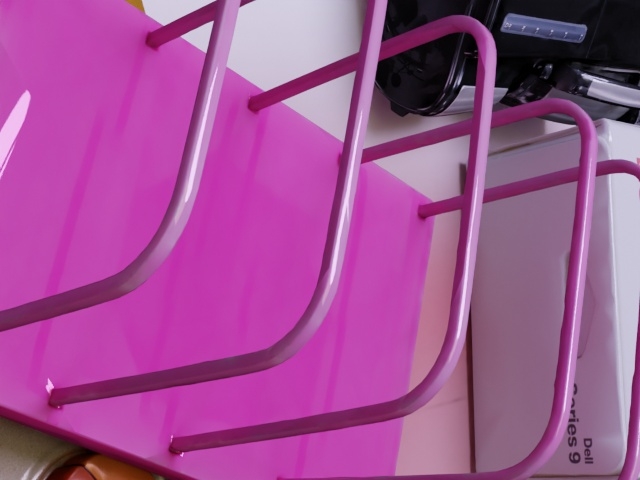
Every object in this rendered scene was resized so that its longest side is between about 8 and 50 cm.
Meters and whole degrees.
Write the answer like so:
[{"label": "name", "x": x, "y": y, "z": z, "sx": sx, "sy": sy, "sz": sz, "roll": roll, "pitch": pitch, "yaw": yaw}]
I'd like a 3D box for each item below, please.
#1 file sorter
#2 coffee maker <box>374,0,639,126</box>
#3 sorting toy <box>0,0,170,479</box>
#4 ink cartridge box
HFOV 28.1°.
[{"label": "file sorter", "x": 0.000, "y": 0.000, "z": 0.565, "sx": 0.291, "sy": 0.182, "sz": 0.202, "roll": 30, "pitch": 60, "yaw": -37}, {"label": "coffee maker", "x": 0.128, "y": -0.154, "z": 0.785, "sx": 0.178, "sy": 0.120, "sz": 0.171, "roll": 2, "pitch": 91, "yaw": -39}, {"label": "sorting toy", "x": -0.104, "y": 0.029, "z": 0.608, "sx": 0.229, "sy": 0.041, "sz": 0.307, "roll": -19, "pitch": 94, "yaw": -42}, {"label": "ink cartridge box", "x": 0.235, "y": 0.050, "z": 0.844, "sx": 0.289, "sy": 0.122, "sz": 0.211, "roll": 8, "pitch": 77, "yaw": -40}]
